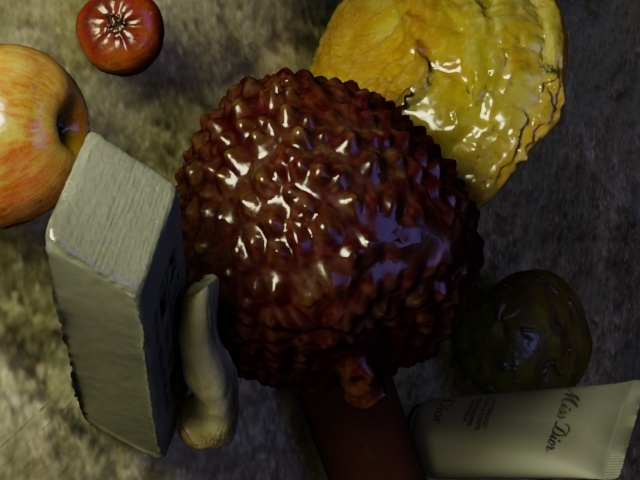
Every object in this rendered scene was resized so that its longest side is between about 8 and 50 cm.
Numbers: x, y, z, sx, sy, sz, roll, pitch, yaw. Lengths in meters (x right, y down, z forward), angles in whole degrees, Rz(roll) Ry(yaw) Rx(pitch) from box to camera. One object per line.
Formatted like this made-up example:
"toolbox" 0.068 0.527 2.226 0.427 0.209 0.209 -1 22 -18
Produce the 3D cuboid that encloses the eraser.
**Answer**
"eraser" -0.160 0.059 1.440 0.352 0.077 0.111 91 16 -57

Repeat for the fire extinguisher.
"fire extinguisher" 0.035 0.164 1.848 0.147 0.107 0.337 -80 154 -62

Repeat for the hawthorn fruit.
"hawthorn fruit" -0.178 -0.185 1.548 0.093 0.081 0.081 77 13 -83

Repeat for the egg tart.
"egg tart" 0.107 -0.167 1.815 0.153 0.340 0.351 30 68 -36

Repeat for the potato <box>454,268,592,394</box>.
"potato" 0.274 0.126 2.207 0.298 0.141 0.176 -10 105 -59

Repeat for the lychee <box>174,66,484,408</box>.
"lychee" 0.000 0.000 1.619 0.306 0.306 0.330 19 49 -57

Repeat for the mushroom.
"mushroom" -0.103 0.107 1.511 0.059 0.054 0.202 -80 172 -45

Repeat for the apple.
"apple" -0.249 -0.083 1.354 0.146 0.131 0.146 23 64 -60

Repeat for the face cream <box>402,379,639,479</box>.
"face cream" 0.202 0.218 1.906 0.089 0.314 0.143 63 37 -32
